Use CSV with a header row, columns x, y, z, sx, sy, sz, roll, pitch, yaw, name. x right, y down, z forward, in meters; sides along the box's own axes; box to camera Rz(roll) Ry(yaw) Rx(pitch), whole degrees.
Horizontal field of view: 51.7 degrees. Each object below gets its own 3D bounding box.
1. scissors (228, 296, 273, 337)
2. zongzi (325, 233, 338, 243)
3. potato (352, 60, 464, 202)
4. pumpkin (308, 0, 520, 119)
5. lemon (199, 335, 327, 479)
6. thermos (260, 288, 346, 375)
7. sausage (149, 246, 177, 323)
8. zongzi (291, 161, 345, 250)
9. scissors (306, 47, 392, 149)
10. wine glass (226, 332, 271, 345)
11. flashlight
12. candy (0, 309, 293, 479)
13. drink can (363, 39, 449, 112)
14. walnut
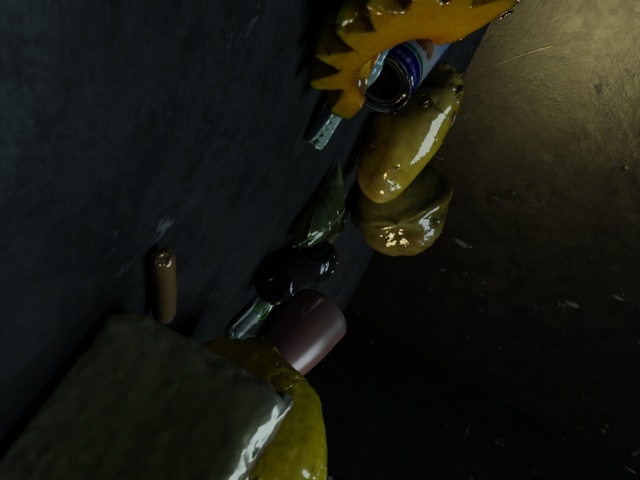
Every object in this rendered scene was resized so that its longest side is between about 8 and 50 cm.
x,y,z,sx,sy,sz,roll,pitch,yaw,name
-0.109,0.120,1.152,0.101,0.027,0.204,-64,173,20,scissors
0.000,0.000,1.411,0.076,0.040,0.083,-43,180,-44,zongzi
0.168,-0.211,1.288,0.300,0.140,0.173,-57,-179,21,potato
0.062,-0.248,0.678,0.254,0.130,0.149,-25,-124,51,pumpkin
-0.115,0.256,0.792,0.253,0.253,0.310,110,-1,-53,lemon
-0.081,0.243,1.439,0.265,0.146,0.176,-44,-171,-37,thermos
-0.150,0.044,0.629,0.026,0.026,0.116,-55,170,-34,sausage
-0.013,-0.057,1.119,0.154,0.062,0.130,-27,128,-48,zongzi
0.055,-0.224,0.828,0.256,0.030,0.125,-55,-150,24,scissors
-0.231,0.316,1.096,0.264,0.096,0.309,-10,135,-48,wine glass
-0.043,0.049,1.143,0.093,0.093,0.232,-62,166,17,flashlight
-0.180,0.227,0.555,0.321,0.179,0.135,-55,172,-25,candy
0.131,-0.284,0.959,0.235,0.097,0.097,-53,169,-38,drink can
0.201,-0.089,1.621,0.283,0.283,0.227,-49,126,-54,walnut
